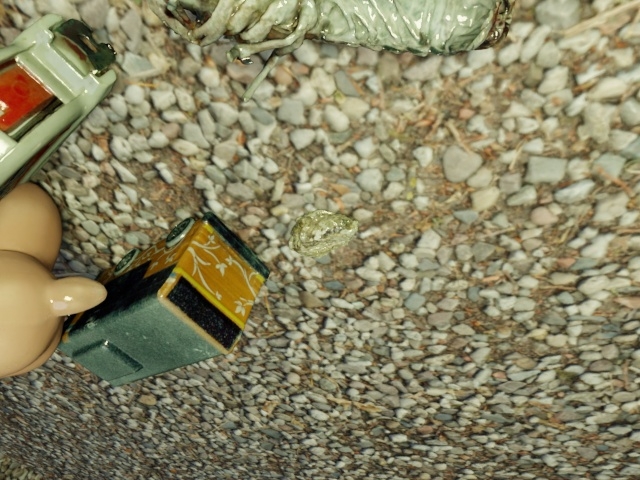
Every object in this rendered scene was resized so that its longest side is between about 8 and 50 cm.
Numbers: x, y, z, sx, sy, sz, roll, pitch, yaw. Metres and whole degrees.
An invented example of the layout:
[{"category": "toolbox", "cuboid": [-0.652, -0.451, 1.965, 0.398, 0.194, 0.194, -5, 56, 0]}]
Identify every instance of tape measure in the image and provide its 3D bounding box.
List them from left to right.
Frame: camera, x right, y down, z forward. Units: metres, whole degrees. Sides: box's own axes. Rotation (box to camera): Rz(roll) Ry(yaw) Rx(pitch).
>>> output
[{"category": "tape measure", "cuboid": [-0.393, -0.138, 0.591, 0.243, 0.246, 0.125, -24, 118, 40]}]

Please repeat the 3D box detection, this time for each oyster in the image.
[{"category": "oyster", "cuboid": [0.001, 0.000, 0.728, 0.098, 0.037, 0.100, 15, 134, 3]}]

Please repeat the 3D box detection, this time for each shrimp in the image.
[{"category": "shrimp", "cuboid": [-0.036, -0.236, 0.450, 0.410, 0.166, 0.222, 9, 101, -8]}]

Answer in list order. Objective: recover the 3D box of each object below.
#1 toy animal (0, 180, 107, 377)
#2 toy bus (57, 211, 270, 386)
[{"category": "toy animal", "cuboid": [-0.479, 0.053, 0.724, 0.237, 0.327, 0.269, 15, 161, -41]}, {"category": "toy bus", "cuboid": [-0.262, 0.107, 0.796, 0.323, 0.194, 0.162, -23, 123, 32]}]
